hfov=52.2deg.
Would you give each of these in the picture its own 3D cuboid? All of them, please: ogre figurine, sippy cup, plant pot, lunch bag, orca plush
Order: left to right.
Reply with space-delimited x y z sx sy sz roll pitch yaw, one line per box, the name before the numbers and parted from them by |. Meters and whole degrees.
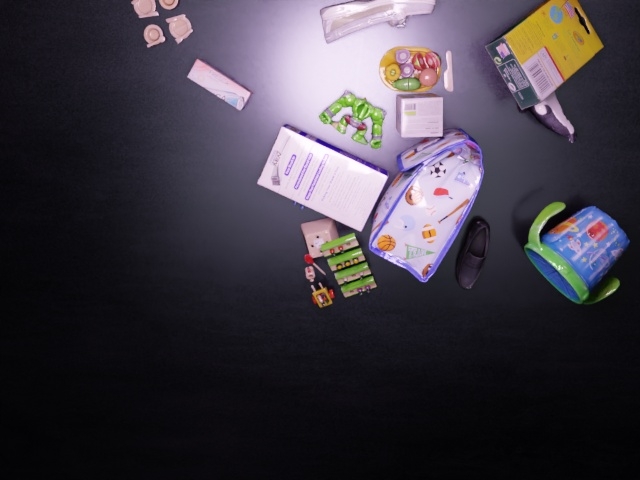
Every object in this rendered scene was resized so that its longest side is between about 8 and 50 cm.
plant pot | 0.000 0.000 1.989 0.108 0.096 0.109 -13 105 7
ogre figurine | 0.108 -0.353 1.889 0.197 0.097 0.118 34 116 5
lunch bag | 0.300 -0.131 1.820 0.238 0.328 0.386 30 106 -3
orca plush | 0.624 -0.394 1.871 0.287 0.102 0.151 42 59 -16
sippy cup | 0.758 0.028 1.902 0.224 0.305 0.240 -41 56 2

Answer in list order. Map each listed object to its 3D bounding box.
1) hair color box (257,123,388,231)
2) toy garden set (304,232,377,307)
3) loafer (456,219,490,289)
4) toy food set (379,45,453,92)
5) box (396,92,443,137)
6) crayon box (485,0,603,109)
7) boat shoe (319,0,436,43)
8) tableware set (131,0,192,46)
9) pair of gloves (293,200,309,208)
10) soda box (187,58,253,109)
hair color box | 0.008 -0.185 1.912 0.338 0.110 0.185 25 106 -4
toy garden set | 0.047 0.106 1.979 0.203 0.049 0.244 -19 134 8
loafer | 0.464 0.047 1.985 0.076 0.078 0.223 12 106 0
toy food set | 0.276 -0.484 1.854 0.217 0.071 0.128 2 105 2
box | 0.273 -0.352 1.822 0.114 0.203 0.103 -2 106 2
crayon box | 0.611 -0.522 1.766 0.318 0.081 0.202 -38 101 -24
boat shoe | 0.160 -0.619 1.806 0.320 0.118 0.103 -6 111 9
tableware set | -0.456 -0.644 1.878 0.141 0.020 0.169 -18 104 8
pair of gloves | 0.010 -0.157 1.984 0.198 0.023 0.159 17 106 -1
soda box | -0.291 -0.454 1.901 0.183 0.058 0.063 32 104 -5
